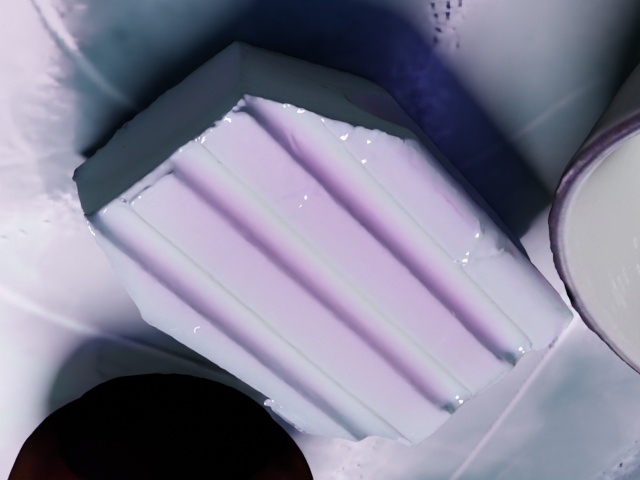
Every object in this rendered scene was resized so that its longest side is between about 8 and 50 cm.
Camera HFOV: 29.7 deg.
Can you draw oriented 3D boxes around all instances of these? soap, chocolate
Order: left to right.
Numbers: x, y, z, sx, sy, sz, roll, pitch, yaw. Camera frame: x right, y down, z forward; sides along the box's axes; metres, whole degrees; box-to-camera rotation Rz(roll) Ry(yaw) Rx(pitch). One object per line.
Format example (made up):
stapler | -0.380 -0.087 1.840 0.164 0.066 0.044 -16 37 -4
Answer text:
chocolate | -0.085 0.161 0.644 0.176 0.177 0.177 -7 126 -10
soap | 0.000 0.000 0.593 0.145 0.091 0.230 -39 125 10

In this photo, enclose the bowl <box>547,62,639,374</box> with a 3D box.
bowl | 0.300 -0.026 0.553 0.354 0.353 0.185 43 62 -34
